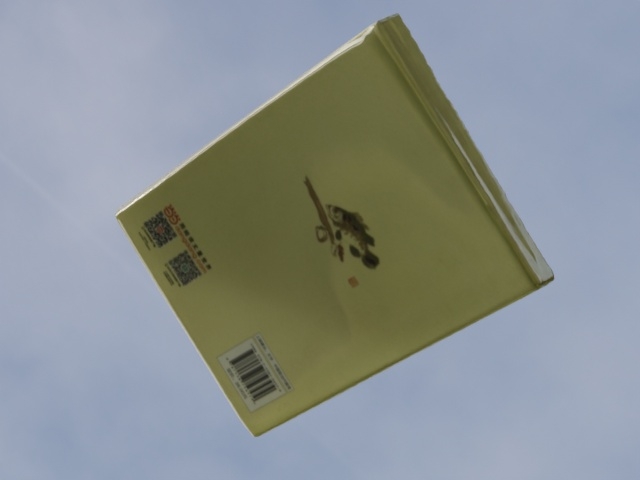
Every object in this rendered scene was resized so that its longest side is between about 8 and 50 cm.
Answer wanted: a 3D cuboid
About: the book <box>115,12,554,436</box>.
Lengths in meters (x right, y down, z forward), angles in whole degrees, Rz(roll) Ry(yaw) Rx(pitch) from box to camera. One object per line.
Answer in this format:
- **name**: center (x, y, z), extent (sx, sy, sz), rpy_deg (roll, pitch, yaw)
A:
- **book**: center (0.000, 0.000, 0.426), extent (0.111, 0.077, 0.014), rpy_deg (-31, 1, 39)
